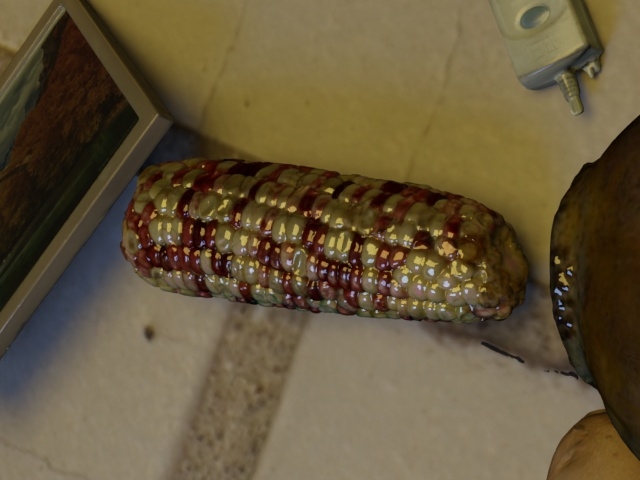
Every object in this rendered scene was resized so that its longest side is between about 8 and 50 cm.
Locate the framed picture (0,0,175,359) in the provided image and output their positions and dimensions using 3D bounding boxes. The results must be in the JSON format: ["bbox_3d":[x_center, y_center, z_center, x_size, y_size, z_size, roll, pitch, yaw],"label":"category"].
[{"bbox_3d":[-0.199,-0.026,1.121,0.250,0.016,0.184,-51,41,14],"label":"framed picture"}]

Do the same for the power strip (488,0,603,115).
[{"bbox_3d":[0.113,-0.155,0.990,0.047,0.030,0.191,-27,70,25],"label":"power strip"}]

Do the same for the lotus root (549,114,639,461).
[{"bbox_3d":[0.274,0.032,0.749,0.346,0.250,0.251,9,87,29],"label":"lotus root"}]

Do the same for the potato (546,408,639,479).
[{"bbox_3d":[0.171,0.147,0.874,0.147,0.112,0.112,46,106,19],"label":"potato"}]

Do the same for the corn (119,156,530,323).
[{"bbox_3d":[0.000,0.000,1.001,0.253,0.086,0.086,7,87,31],"label":"corn"}]
